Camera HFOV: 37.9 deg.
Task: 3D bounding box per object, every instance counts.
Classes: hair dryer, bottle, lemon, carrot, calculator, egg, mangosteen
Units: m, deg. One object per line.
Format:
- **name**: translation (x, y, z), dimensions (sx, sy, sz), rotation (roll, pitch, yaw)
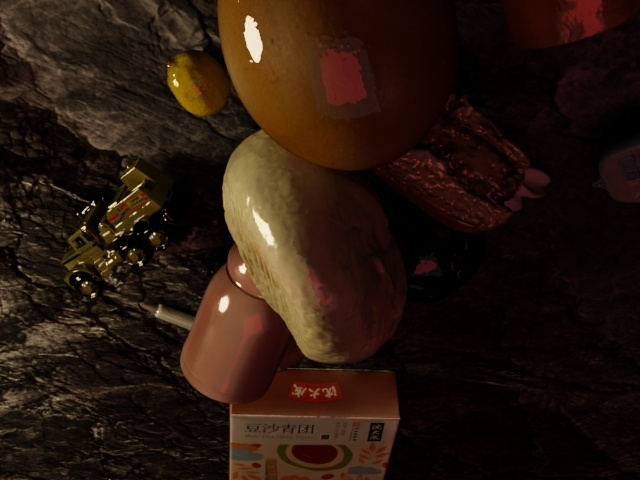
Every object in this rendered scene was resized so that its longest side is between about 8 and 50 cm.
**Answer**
- **hair dryer**: translation (-0.267, 0.159, 1.774), dimensions (0.183, 0.044, 0.155), rotation (15, 133, -12)
- **bottle**: translation (-0.107, 0.130, 1.615), dimensions (0.206, 0.173, 0.296), rotation (26, 117, 4)
- **lemon**: translation (-0.168, -0.218, 1.309), dimensions (0.082, 0.082, 0.110), rotation (-19, 139, 19)
- **carrot**: translation (0.270, -0.378, 1.105), dimensions (0.196, 0.196, 0.254), rotation (-19, 125, 19)
- **calculator**: translation (0.605, -0.134, 1.409), dimensions (0.386, 0.054, 0.256), rotation (-15, 156, 20)
- **egg**: translation (0.019, -0.252, 1.122), dimensions (0.283, 0.282, 0.351), rotation (-18, 119, 17)
- **mangosteen**: translation (0.155, 0.005, 1.524), dimensions (0.230, 0.194, 0.194), rotation (8, 154, 47)

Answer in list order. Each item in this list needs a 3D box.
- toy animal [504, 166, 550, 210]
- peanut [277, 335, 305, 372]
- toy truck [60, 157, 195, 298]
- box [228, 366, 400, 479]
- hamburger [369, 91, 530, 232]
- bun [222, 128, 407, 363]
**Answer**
- **toy animal**: translation (0.285, -0.089, 1.447), dimensions (0.221, 0.131, 0.103), rotation (30, 107, -34)
- **peanut**: translation (-0.052, 0.168, 1.750), dimensions (0.108, 0.095, 0.226), rotation (6, 137, -33)
- **toy truck**: translation (-0.328, -0.017, 1.509), dimensions (0.127, 0.127, 0.257), rotation (40, 126, -20)
- **box**: translation (-0.026, 0.432, 2.027), dimensions (0.345, 0.122, 0.385), rotation (2, 139, -4)
- **hamburger**: translation (0.152, -0.128, 1.299), dimensions (0.245, 0.282, 0.155), rotation (39, 87, -38)
- **bun**: translation (0.000, 0.000, 1.338), dimensions (0.213, 0.361, 0.361), rotation (-29, 139, -11)
